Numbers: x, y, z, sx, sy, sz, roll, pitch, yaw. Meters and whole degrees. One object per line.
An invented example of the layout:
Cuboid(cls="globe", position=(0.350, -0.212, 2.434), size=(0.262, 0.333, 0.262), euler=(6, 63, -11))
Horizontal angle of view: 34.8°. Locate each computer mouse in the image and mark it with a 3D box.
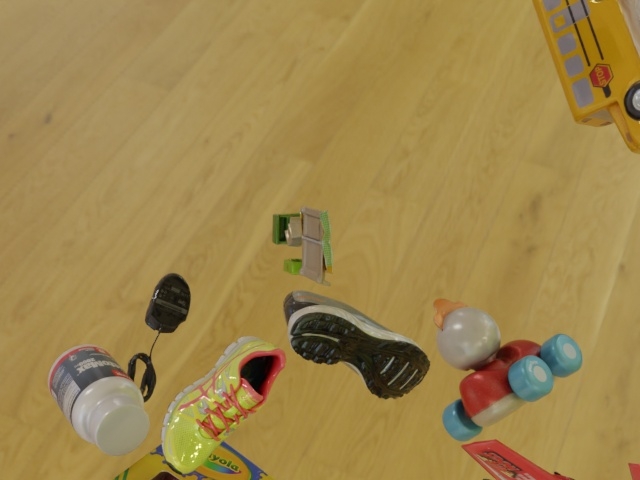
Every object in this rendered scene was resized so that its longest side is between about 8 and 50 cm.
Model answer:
Cuboid(cls="computer mouse", position=(-0.286, 0.168, 1.778), size=(0.071, 0.041, 0.242), euler=(27, 63, -21))

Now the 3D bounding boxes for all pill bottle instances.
Cuboid(cls="pill bottle", position=(-0.320, 0.235, 1.490), size=(0.108, 0.108, 0.180), euler=(-24, 32, -24))

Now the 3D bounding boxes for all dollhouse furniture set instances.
Cuboid(cls="dollhouse furniture set", position=(0.000, 0.000, 1.065), size=(0.058, 0.076, 0.151), euler=(-2, 7, -21))

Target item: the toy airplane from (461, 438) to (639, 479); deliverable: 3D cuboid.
Cuboid(cls="toy airplane", position=(0.151, 0.144, 0.566), size=(0.151, 0.151, 0.028), euler=(23, 65, 17))

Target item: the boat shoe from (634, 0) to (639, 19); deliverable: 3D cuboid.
Cuboid(cls="boat shoe", position=(0.296, -0.092, 0.619), size=(0.156, 0.136, 0.367), euler=(-37, 38, 10))

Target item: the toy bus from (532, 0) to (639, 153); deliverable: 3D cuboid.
Cuboid(cls="toy bus", position=(0.391, -0.273, 1.407), size=(0.108, 0.130, 0.333), euler=(0, 70, -50))

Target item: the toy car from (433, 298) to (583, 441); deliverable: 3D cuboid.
Cuboid(cls="toy car", position=(0.291, 0.191, 1.802), size=(0.210, 0.219, 0.238), euler=(-23, 76, -45))

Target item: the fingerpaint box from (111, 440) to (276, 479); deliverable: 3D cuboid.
Cuboid(cls="fingerpaint box", position=(-0.126, 0.489, 1.343), size=(0.444, 0.163, 0.371), euler=(34, 31, 18))

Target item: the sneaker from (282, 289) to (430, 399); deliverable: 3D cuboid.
Cuboid(cls="sneaker", position=(0.056, 0.144, 1.490), size=(0.271, 0.100, 0.108), euler=(32, 15, -33))

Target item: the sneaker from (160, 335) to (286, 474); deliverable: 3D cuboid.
Cuboid(cls="sneaker", position=(-0.117, 0.200, 1.268), size=(0.094, 0.081, 0.208), euler=(-7, 42, 54))
